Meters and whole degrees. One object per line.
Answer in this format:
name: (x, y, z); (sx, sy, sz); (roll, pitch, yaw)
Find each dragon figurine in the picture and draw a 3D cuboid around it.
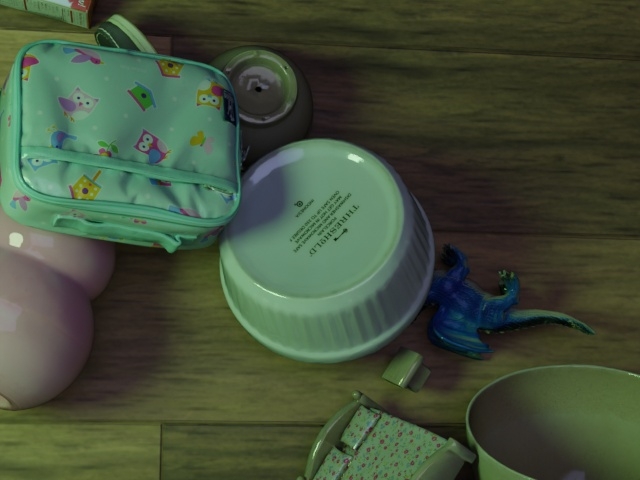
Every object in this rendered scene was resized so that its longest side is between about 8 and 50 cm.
dragon figurine: (0.184, 0.101, 1.724); (0.289, 0.085, 0.144); (26, 78, 2)

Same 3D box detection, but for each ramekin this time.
ramekin: (0.000, 0.000, 1.655); (0.273, 0.127, 0.272); (-4, 64, 8)

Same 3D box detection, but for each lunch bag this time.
lunch bag: (-0.219, -0.102, 1.561); (0.279, 0.108, 0.224); (7, 60, -22)

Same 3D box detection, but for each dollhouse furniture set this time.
dollhouse furniture set: (0.044, 0.271, 1.531); (0.174, 0.303, 0.355); (38, 78, -30)

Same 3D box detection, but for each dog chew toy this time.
dog chew toy: (-0.335, 0.026, 1.615); (0.207, 0.206, 0.331); (22, 67, -3)

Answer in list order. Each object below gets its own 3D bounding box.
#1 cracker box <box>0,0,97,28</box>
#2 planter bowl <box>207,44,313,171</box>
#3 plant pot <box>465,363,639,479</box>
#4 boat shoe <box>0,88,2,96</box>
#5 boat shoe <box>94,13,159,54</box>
cracker box: (-0.384, -0.379, 1.754); (0.232, 0.067, 0.155); (15, 77, -6)
planter bowl: (-0.083, -0.178, 1.734); (0.162, 0.109, 0.162); (2, 77, -8)
plant pot: (0.312, 0.297, 1.632); (0.284, 0.284, 0.191); (-5, 113, -9)
boat shoe: (-0.486, -0.090, 1.676); (0.335, 0.095, 0.112); (-26, 119, -9)
boat shoe: (-0.214, -0.144, 1.713); (0.092, 0.103, 0.285); (-28, 89, -18)
